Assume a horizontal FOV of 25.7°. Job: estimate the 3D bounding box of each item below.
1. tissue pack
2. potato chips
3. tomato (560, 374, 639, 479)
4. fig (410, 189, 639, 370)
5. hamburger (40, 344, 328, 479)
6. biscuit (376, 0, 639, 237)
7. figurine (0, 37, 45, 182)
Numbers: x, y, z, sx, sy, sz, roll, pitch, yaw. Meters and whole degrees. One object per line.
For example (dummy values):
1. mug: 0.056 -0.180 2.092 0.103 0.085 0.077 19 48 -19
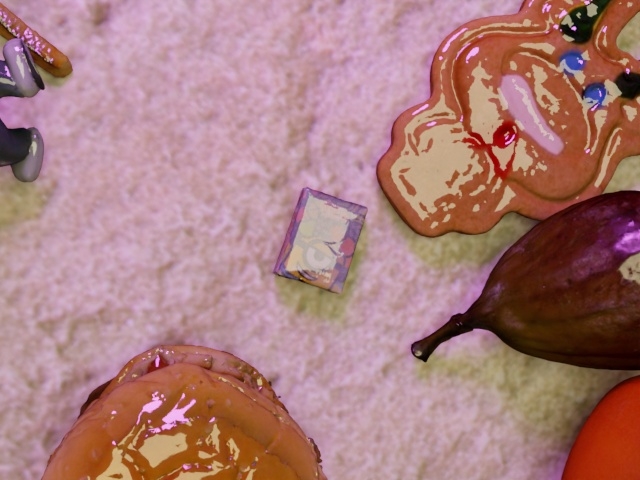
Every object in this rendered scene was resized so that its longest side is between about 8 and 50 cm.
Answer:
1. tissue pack: 0.000 0.000 1.251 0.063 0.035 0.083 18 89 -7
2. potato chips: -0.295 -0.215 1.218 0.204 0.026 0.037 46 72 -5
3. tomato: 0.321 0.236 1.219 0.260 0.180 0.259 -1 95 -9
4. fig: 0.207 0.052 1.235 0.274 0.170 0.145 -16 54 14
5. hamburger: -0.113 0.212 1.174 0.245 0.163 0.244 0 88 -7
6. biscuit: 0.203 -0.123 1.272 0.334 0.047 0.202 -34 94 -5
7. figurine: -0.328 -0.049 1.161 0.265 0.140 0.193 -27 113 16
